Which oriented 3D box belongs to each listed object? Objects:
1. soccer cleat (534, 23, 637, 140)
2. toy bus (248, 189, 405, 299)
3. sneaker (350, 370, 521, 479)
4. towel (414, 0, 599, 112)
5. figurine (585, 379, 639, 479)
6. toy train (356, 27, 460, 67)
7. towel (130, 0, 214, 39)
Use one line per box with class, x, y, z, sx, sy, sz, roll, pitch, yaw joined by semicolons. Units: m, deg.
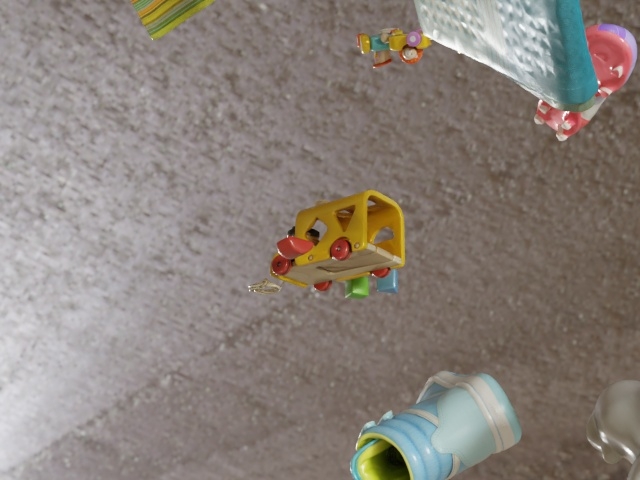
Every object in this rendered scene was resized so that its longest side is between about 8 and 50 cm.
soccer cleat;0.316;-0.199;1.232;0.083;0.095;0.248;37;165;8
toy bus;0.013;-0.001;1.384;0.202;0.104;0.191;4;160;-6
sneaker;0.123;0.268;1.417;0.127;0.208;0.319;62;167;10
towel;0.131;-0.309;0.931;0.271;0.040;0.370;45;160;49
figurine;0.349;0.157;0.975;0.092;0.215;0.209;43;-167;-1
toy train;0.129;-0.258;1.397;0.166;0.125;0.046;6;108;43
towel;-0.207;-0.351;1.268;0.021;0.102;0.237;42;166;36
